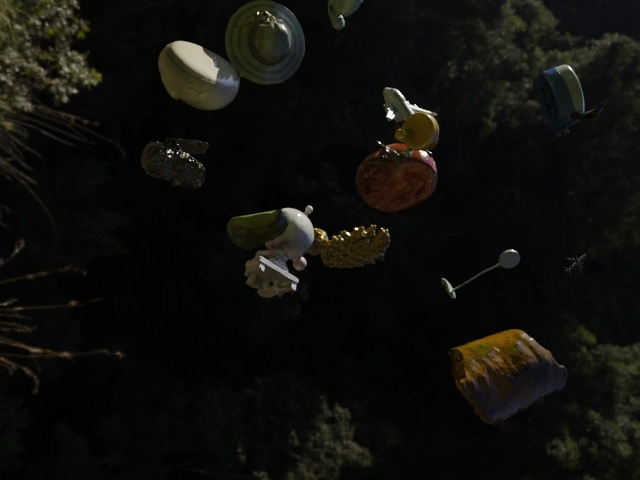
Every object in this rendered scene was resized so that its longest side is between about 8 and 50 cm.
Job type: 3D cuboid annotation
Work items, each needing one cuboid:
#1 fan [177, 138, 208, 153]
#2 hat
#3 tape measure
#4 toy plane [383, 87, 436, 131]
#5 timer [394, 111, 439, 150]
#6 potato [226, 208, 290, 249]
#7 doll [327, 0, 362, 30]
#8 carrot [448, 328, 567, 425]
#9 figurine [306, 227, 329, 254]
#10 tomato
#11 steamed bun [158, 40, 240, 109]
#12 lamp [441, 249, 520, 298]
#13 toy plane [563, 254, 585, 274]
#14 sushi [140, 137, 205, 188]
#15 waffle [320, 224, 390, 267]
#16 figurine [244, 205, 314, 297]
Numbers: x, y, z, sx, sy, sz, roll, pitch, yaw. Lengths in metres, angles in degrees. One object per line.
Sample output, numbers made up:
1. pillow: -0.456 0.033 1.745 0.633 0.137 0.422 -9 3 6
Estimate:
1. fan: -0.495 -0.333 2.139 0.220 0.132 0.009 153 -60 -62
2. hat: -0.148 -0.581 1.679 0.110 0.252 0.251 -152 -125 -66
3. tape measure: 0.784 -0.461 1.833 0.351 0.098 0.215 -7 79 -83
4. toy plane: 0.310 -0.482 2.167 0.255 0.251 0.101 52 -43 27
5. timer: 0.269 -0.302 1.589 0.109 0.107 0.107 -1 87 -51
6. potato: -0.143 -0.020 1.313 0.119 0.198 0.054 24 60 -44
7. doll: 0.078 -0.692 1.594 0.072 0.103 0.214 -19 147 -47
8. carrot: 0.514 0.403 1.687 0.241 0.341 0.241 164 -90 -72
9. figurine: 0.000 0.000 2.128 0.156 0.115 0.094 -75 164 -77
10. tomato: 0.287 -0.255 2.123 0.308 0.309 0.170 81 21 -49
11. steamed bun: -0.342 -0.446 1.589 0.130 0.228 0.177 -54 -169 39
12. lamp: 0.390 0.075 1.404 0.050 0.198 0.056 50 20 -25
13. toy plane: 0.868 0.079 1.951 0.078 0.084 0.024 44 16 -4
14. sushi: -0.484 -0.257 1.926 0.115 0.213 0.147 22 -93 51
15. waffle: 0.113 0.027 1.854 0.228 0.232 0.051 89 -14 -62
16. figurine: -0.099 0.010 1.491 0.144 0.182 0.256 -44 -157 59
